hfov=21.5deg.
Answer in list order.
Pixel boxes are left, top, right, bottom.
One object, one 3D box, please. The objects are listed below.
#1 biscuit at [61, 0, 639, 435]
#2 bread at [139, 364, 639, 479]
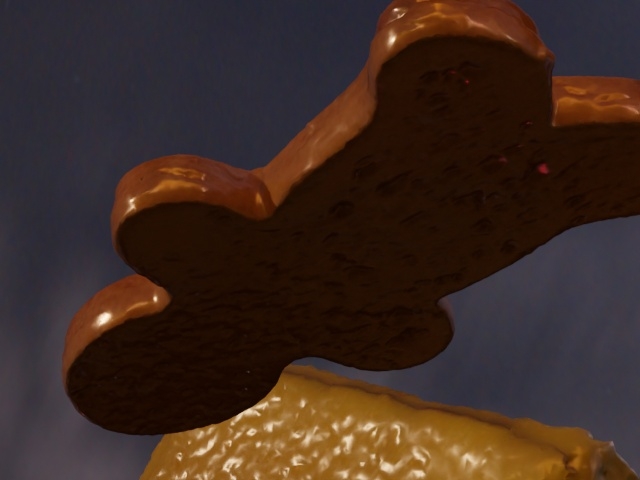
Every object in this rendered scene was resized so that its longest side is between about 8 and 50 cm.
[{"bbox_3d":[0.000,-0.001,0.613,0.250,0.036,0.165,-36,-42,30],"label":"biscuit"},{"bbox_3d":[-0.002,0.237,0.913,0.143,0.323,0.333,42,-109,-38],"label":"bread"}]
